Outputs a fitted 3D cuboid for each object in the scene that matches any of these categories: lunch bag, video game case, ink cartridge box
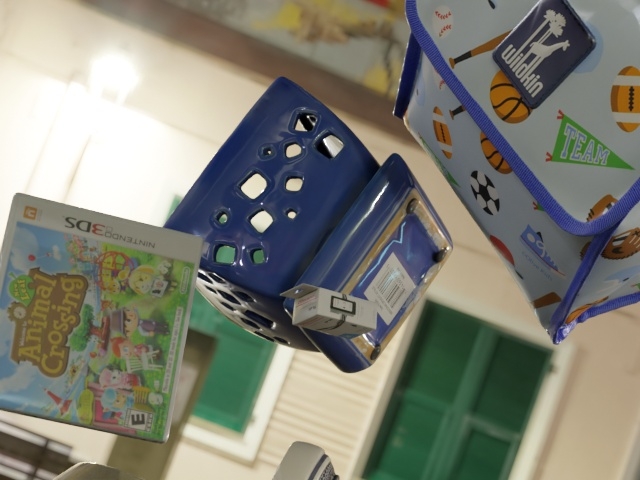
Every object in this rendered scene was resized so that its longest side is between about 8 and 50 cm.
[{"bbox_3d":[0.239,-0.136,1.461,0.328,0.239,0.385,57,-21,21],"label":"lunch bag"},{"bbox_3d":[-0.224,0.074,1.512,0.193,0.212,0.023,14,-20,-14],"label":"video game case"},{"bbox_3d":[0.007,0.068,1.485,0.083,0.028,0.048,16,-24,-27],"label":"ink cartridge box"}]

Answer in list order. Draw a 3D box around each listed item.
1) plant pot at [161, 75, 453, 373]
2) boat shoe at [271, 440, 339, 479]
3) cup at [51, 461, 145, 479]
[{"bbox_3d":[0.000,0.000,1.714,0.212,0.236,0.236,30,-12,30],"label":"plant pot"},{"bbox_3d":[0.002,0.343,1.289,0.158,0.340,0.127,16,12,11],"label":"boat shoe"},{"bbox_3d":[-0.257,0.398,1.807,0.331,0.237,0.331,20,-22,8],"label":"cup"}]
